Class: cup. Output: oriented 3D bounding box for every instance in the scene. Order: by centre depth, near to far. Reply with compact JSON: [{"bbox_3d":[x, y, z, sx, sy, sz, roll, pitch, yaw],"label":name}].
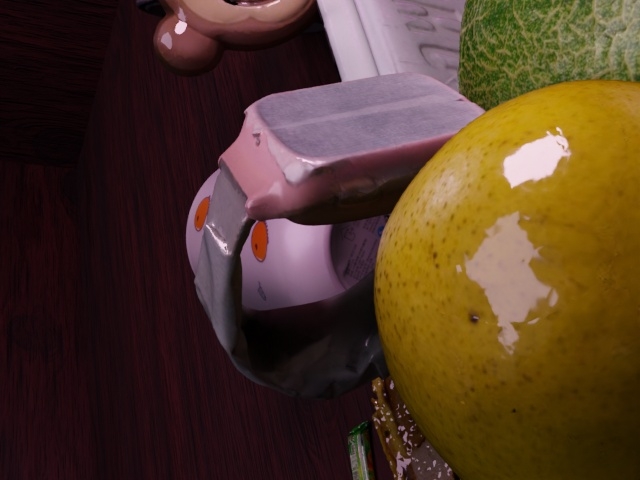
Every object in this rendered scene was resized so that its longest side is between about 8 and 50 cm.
[{"bbox_3d":[0.000,0.000,0.953,0.317,0.212,0.212,4,89,63],"label":"cup"}]

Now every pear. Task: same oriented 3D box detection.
[{"bbox_3d":[0.168,0.041,0.504,0.294,0.294,0.294,-175,90,-65],"label":"pear"}]

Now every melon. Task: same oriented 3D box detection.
[{"bbox_3d":[0.221,-0.154,0.608,0.323,0.124,0.196,-174,82,-67],"label":"melon"}]

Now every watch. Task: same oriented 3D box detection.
[{"bbox_3d":[0.025,0.010,0.696,0.162,0.253,0.241,-124,25,-58],"label":"watch"},{"bbox_3d":[-0.075,-0.368,1.133,0.327,0.335,0.314,-119,32,-80],"label":"watch"}]

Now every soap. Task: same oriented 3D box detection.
[{"bbox_3d":[0.091,-0.194,0.861,0.094,0.150,0.261,119,146,-47],"label":"soap"}]

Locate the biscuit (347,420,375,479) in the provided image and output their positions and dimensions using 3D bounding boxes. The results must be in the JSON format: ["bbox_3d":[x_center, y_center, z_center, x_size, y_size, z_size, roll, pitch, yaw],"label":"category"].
[{"bbox_3d":[0.050,0.264,1.016,0.046,0.016,0.089,-44,47,52],"label":"biscuit"}]

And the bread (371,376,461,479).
[{"bbox_3d":[0.136,0.166,0.755,0.181,0.096,0.222,-58,36,39],"label":"bread"}]
